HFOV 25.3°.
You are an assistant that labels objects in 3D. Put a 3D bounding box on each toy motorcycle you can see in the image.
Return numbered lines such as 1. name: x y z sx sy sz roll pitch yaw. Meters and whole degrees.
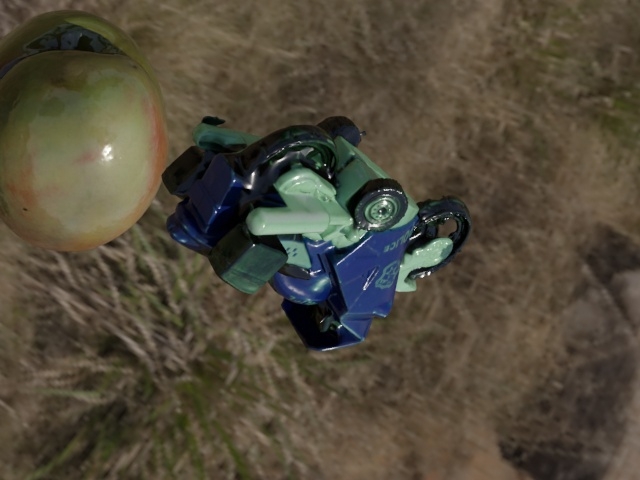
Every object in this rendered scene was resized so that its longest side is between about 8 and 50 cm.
1. toy motorcycle: 0.000 0.000 1.259 0.196 0.125 0.331 -46 145 16

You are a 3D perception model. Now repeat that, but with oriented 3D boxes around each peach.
1. peach: -0.304 -0.126 1.731 0.247 0.292 0.292 -12 118 -28
